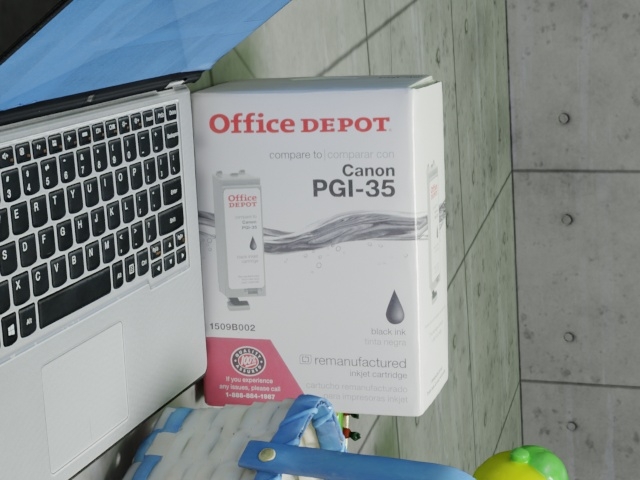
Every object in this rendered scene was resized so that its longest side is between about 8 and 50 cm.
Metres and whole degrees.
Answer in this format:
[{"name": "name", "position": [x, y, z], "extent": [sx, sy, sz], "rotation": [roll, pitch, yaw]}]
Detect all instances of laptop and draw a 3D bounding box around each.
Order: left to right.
[{"name": "laptop", "position": [-0.071, -0.038, 0.832], "extent": [0.382, 0.236, 0.408], "rotation": [-33, 122, -67]}]

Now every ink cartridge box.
[{"name": "ink cartridge box", "position": [0.000, 0.000, 1.095], "extent": [0.117, 0.207, 0.283], "rotation": [-32, 121, -70]}]

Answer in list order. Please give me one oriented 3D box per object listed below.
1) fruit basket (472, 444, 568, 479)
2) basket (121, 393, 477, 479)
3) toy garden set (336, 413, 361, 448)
[{"name": "fruit basket", "position": [0.230, 0.436, 1.571], "extent": [0.283, 0.391, 0.392], "rotation": [34, 60, -68]}, {"name": "basket", "position": [-0.007, 0.242, 0.958], "extent": [0.201, 0.288, 0.255], "rotation": [-57, 150, -43]}, {"name": "toy garden set", "position": [0.003, 0.170, 1.365], "extent": [0.244, 0.049, 0.204], "rotation": [14, 79, -71]}]
